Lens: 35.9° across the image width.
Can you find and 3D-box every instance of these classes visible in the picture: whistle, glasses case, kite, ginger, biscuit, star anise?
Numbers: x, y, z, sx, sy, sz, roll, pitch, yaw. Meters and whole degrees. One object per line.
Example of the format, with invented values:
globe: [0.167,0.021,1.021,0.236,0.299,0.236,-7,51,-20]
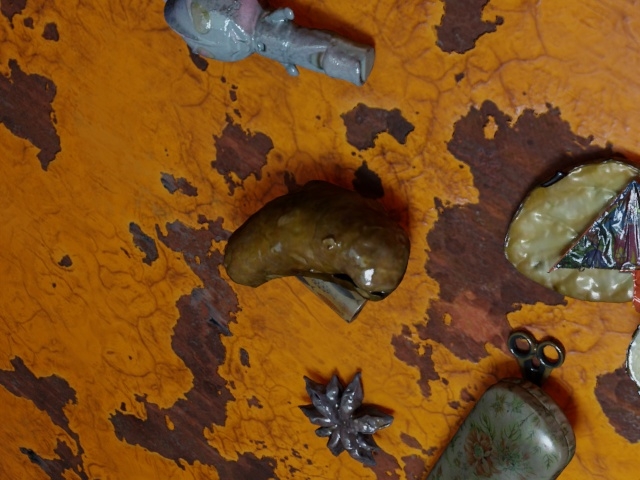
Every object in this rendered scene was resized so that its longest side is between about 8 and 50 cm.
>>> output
whistle: [-0.087,-0.307,1.425,0.346,0.134,0.142,21,123,15]
glasses case: [0.257,0.376,1.538,0.156,0.098,0.425,47,138,25]
glasses case: [0.000,0.060,1.611,0.170,0.041,0.064,41,131,12]
kite: [0.396,0.011,1.252,0.232,0.009,0.189,2,116,32]
ginger: [0.000,0.000,1.504,0.321,0.172,0.165,2,152,37]
biscuit: [0.356,-0.009,1.305,0.260,0.041,0.203,-16,107,42]
star anise: [0.043,0.314,1.704,0.195,0.065,0.182,-11,108,36]

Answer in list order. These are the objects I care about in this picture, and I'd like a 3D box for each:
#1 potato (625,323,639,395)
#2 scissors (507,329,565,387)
potato: [0.492,0.138,1.255,0.200,0.081,0.164,-34,88,40]
scissors: [0.317,0.234,1.482,0.088,0.017,0.220,16,123,29]
